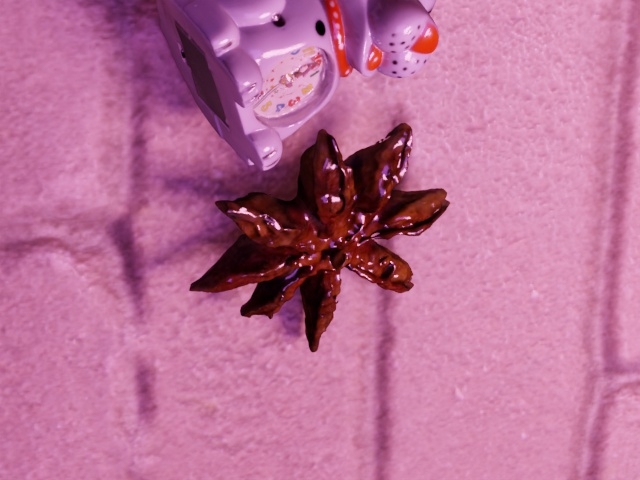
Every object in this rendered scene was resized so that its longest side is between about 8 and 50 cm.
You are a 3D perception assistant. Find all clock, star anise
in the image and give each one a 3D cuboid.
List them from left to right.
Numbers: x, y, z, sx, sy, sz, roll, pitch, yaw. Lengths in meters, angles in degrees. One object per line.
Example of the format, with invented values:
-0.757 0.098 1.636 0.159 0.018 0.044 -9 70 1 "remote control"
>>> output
-0.001 0.001 1.683 0.288 0.088 0.288 -16 140 -14 "star anise"
0.000 -0.201 1.578 0.254 0.189 0.188 -27 119 -11 "clock"
